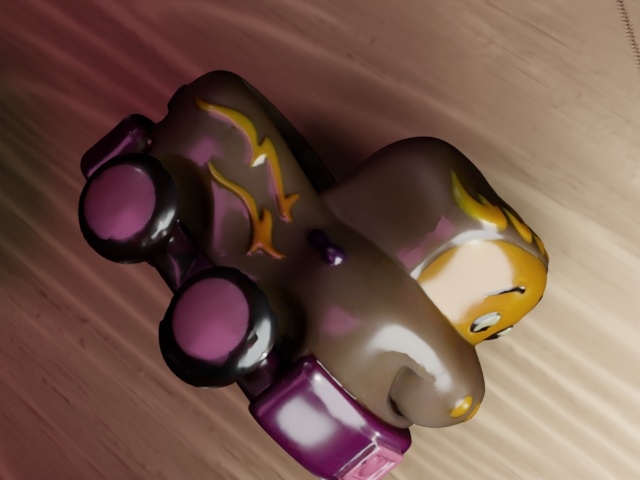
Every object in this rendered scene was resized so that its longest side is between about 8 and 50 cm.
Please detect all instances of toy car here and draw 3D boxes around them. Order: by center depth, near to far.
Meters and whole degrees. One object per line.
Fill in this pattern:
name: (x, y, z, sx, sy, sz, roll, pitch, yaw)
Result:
toy car: (0.000, 0.000, 1.097, 0.240, 0.271, 0.340, -42, 66, 5)
